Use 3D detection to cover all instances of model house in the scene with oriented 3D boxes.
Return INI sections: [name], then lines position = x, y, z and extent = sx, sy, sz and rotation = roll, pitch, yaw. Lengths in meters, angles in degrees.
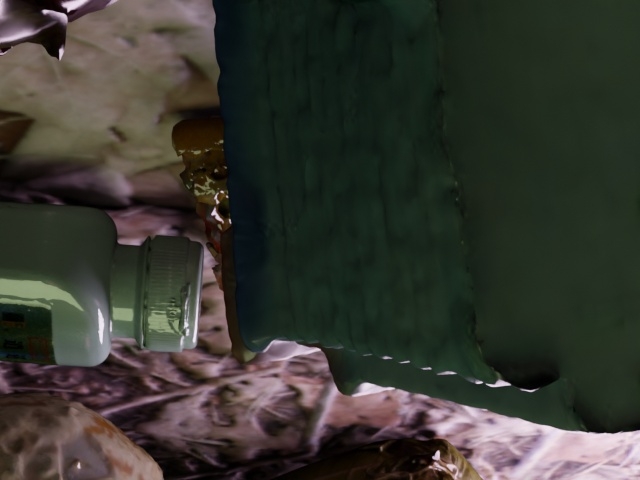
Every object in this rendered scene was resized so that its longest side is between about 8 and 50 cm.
[model house]
position = 0.080, -0.047, 0.919
extent = 0.294, 0.252, 0.329
rotation = -12, -179, -31

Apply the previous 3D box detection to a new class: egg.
[egg]
position = -0.194, 0.201, 1.314
extent = 0.195, 0.195, 0.233
rotation = -13, 146, 18

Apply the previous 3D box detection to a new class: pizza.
[pizza]
position = 0.000, 0.000, 1.113
extent = 0.201, 0.053, 0.193
rotation = 6, 149, -13

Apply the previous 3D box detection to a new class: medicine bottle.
[medicine bottle]
position = -0.182, 0.024, 1.099
extent = 0.228, 0.083, 0.121
rotation = 5, 154, -2

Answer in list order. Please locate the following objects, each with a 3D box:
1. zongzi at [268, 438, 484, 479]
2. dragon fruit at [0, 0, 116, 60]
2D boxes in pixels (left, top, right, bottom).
[zongzi]
position = -0.027, 0.276, 1.369
extent = 0.273, 0.300, 0.145
rotation = -24, 108, 30
[dragon fruit]
position = -0.139, -0.190, 0.529
extent = 0.329, 0.329, 0.329
rotation = -2, 150, -1
